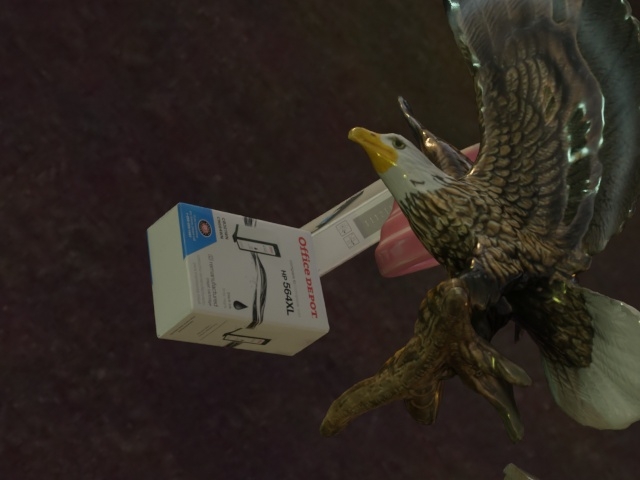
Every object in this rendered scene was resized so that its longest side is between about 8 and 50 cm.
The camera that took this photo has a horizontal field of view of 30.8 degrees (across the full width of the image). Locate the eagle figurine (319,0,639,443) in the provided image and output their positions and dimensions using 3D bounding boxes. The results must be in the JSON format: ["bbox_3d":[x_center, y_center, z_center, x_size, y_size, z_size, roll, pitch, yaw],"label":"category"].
[{"bbox_3d":[0.114,-0.027,0.790,0.225,0.226,0.298,63,36,-34],"label":"eagle figurine"}]

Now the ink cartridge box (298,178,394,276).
[{"bbox_3d":[0.000,0.000,1.764,0.066,0.296,0.261,58,3,-8],"label":"ink cartridge box"}]

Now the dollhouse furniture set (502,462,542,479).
[{"bbox_3d":[0.201,0.313,0.911,0.212,0.161,0.242,32,3,-28],"label":"dollhouse furniture set"}]

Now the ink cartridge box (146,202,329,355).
[{"bbox_3d":[-0.100,0.050,1.422,0.203,0.086,0.148,11,56,-37],"label":"ink cartridge box"}]

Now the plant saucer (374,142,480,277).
[{"bbox_3d":[0.202,-0.054,1.099,0.332,0.332,0.084,-11,80,-63],"label":"plant saucer"}]
